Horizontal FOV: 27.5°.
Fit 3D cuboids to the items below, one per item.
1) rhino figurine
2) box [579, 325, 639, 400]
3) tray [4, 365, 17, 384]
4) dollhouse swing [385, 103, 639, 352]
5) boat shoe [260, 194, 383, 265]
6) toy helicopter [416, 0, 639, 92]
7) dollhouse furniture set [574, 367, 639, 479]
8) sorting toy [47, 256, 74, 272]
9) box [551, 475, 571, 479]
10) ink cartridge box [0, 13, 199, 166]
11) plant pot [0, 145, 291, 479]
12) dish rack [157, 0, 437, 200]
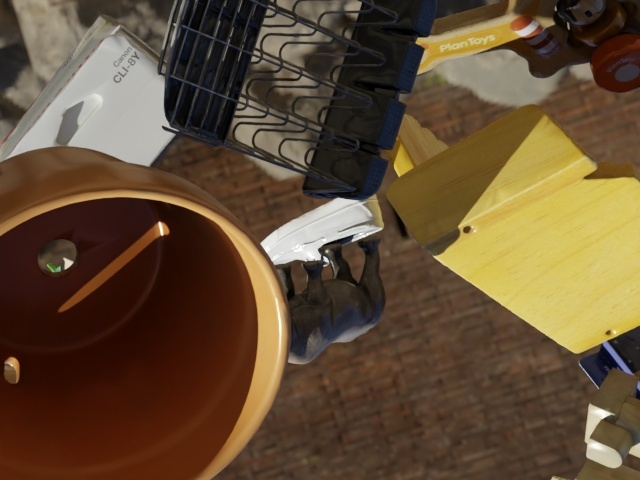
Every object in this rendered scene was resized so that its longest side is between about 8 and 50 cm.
[{"bbox_3d":[-0.015,0.074,1.390,0.073,0.106,0.243,-4,-169,42],"label":"rhino figurine"},{"bbox_3d":[0.477,0.165,1.757,0.225,0.136,0.036,-19,142,-20],"label":"box"},{"bbox_3d":[-0.437,0.329,1.385,0.203,0.410,0.076,11,179,-26],"label":"tray"},{"bbox_3d":[0.273,-0.076,1.631,0.315,0.304,0.347,-30,137,29],"label":"dollhouse swing"},{"bbox_3d":[0.000,0.000,1.638,0.184,0.063,0.066,-26,164,20],"label":"boat shoe"},{"bbox_3d":[0.241,-0.279,1.610,0.355,0.140,0.235,-12,146,8],"label":"toy helicopter"},{"bbox_3d":[0.234,0.104,0.735,0.144,0.151,0.123,20,-133,27],"label":"dollhouse furniture set"},{"bbox_3d":[-0.251,0.049,1.314,0.012,0.062,0.083,-13,-158,-42],"label":"sorting toy"},{"bbox_3d":[0.319,0.441,1.751,0.058,0.232,0.087,18,178,-25],"label":"box"},{"bbox_3d":[-0.334,-0.174,1.926,0.279,0.160,0.384,-51,-164,2],"label":"ink cartridge box"},{"bbox_3d":[-0.192,0.052,1.048,0.291,0.290,0.203,-16,-150,-15],"label":"plant pot"},{"bbox_3d":[-0.022,-0.150,1.033,0.074,0.208,0.272,17,-179,42],"label":"dish rack"}]
